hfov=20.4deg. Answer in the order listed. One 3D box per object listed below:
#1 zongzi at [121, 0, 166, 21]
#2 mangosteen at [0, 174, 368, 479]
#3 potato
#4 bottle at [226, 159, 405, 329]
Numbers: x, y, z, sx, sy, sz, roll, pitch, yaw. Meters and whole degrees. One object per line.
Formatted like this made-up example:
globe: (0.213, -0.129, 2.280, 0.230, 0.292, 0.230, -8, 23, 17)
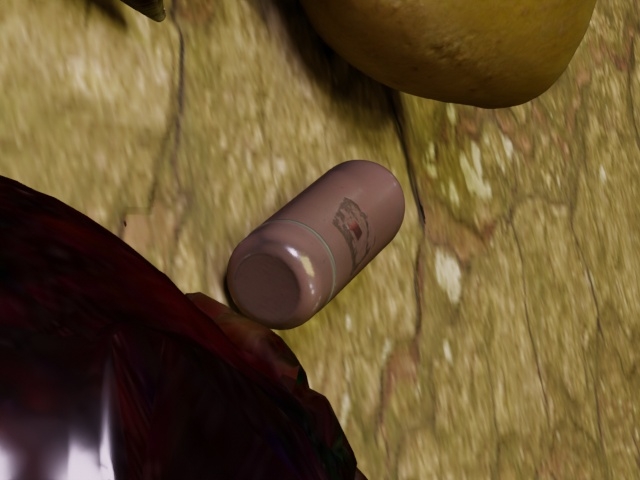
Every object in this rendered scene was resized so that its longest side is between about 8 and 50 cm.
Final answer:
zongzi: (-0.123, -0.217, 0.826, 0.184, 0.084, 0.187, 48, 28, -63)
mangosteen: (-0.120, 0.128, 0.411, 0.311, 0.311, 0.311, 39, 42, -45)
potato: (0.050, -0.172, 1.026, 0.158, 0.178, 0.203, -10, 107, -47)
bottle: (0.000, 0.000, 0.925, 0.053, 0.053, 0.140, 66, 29, -10)
